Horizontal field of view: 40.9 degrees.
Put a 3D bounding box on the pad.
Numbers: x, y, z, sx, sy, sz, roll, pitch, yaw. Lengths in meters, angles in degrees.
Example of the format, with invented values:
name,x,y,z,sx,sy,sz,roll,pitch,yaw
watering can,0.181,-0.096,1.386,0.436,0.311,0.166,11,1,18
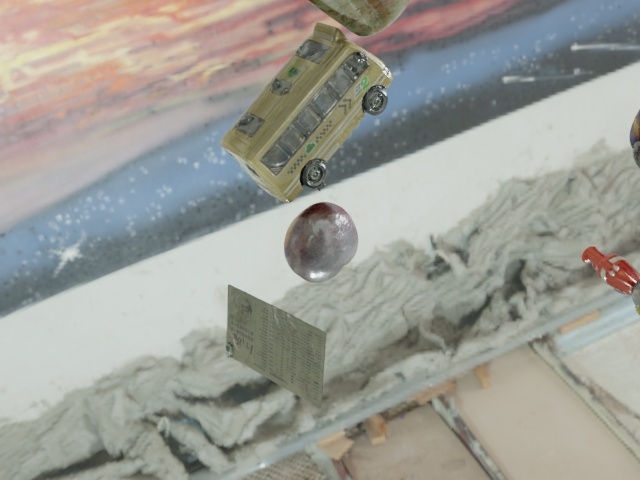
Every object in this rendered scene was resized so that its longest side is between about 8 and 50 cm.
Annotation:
name,x,y,z,sx,sy,sz,roll,pitch,yaw
pad,-0.091,0.194,1.598,0.265,0.159,0.009,22,-152,39

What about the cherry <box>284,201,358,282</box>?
name,x,y,z,sx,sy,sz,roll,pitch,yaw
cherry,-0.003,0.001,1.784,0.176,0.176,0.140,-36,-132,-27

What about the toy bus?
name,x,y,z,sx,sy,sz,roll,pitch,yaw
toy bus,-0.027,-0.274,1.822,0.365,0.202,0.177,-51,-141,-5

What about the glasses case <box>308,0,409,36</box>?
name,x,y,z,sx,sy,sz,roll,pitch,yaw
glasses case,0.039,-0.502,1.602,0.156,0.425,0.098,-42,-115,19

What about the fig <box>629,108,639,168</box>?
name,x,y,z,sx,sy,sz,roll,pitch,yaw
fig,0.784,-0.217,1.843,0.235,0.235,0.214,5,-110,23

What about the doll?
name,x,y,z,sx,sy,sz,roll,pitch,yaw
doll,0.609,0.094,1.637,0.076,0.142,0.245,-54,-132,12
